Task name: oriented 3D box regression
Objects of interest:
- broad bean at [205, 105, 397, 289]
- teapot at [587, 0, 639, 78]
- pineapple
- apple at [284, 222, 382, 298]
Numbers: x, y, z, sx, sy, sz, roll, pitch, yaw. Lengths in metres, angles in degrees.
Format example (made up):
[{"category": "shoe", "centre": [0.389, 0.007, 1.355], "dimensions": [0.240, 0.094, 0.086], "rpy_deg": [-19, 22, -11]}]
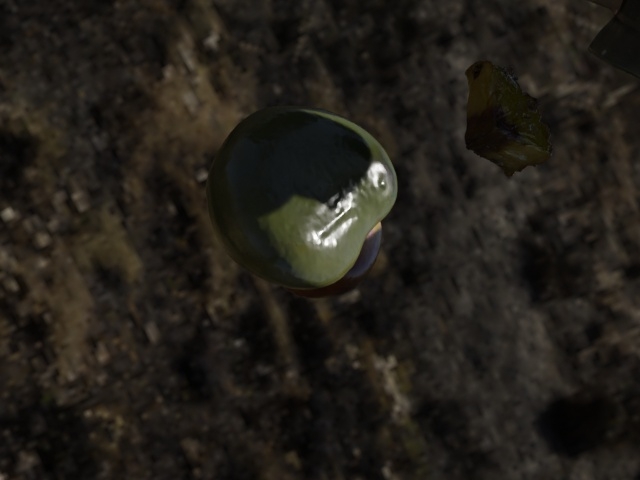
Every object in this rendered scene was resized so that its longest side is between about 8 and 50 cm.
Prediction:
[{"category": "broad bean", "centre": [-0.019, -0.049, 1.627], "dimensions": [0.189, 0.121, 0.263], "rpy_deg": [60, 28, -3]}, {"category": "teapot", "centre": [0.444, -0.356, 1.865], "dimensions": [0.300, 0.344, 0.253], "rpy_deg": [30, 18, 33]}, {"category": "pineapple", "centre": [0.198, -0.135, 1.811], "dimensions": [0.137, 0.069, 0.116], "rpy_deg": [59, 37, -3]}, {"category": "apple", "centre": [0.000, 0.000, 1.829], "dimensions": [0.146, 0.146, 0.146], "rpy_deg": [52, 22, -31]}]
